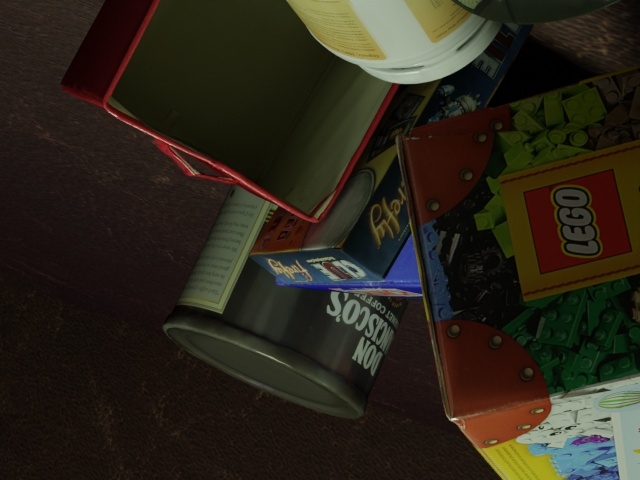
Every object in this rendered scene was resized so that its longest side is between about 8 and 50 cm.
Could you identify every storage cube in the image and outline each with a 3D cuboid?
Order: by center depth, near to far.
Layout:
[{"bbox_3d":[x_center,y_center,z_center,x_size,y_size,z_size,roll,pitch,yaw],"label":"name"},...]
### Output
[{"bbox_3d":[-0.056,-0.146,1.310,0.184,0.215,0.193,28,179,-19],"label":"storage cube"}]

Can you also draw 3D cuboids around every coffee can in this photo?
[{"bbox_3d":[0.000,0.000,1.657,0.202,0.275,0.201,23,167,5],"label":"coffee can"}]

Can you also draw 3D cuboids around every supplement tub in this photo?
[{"bbox_3d":[0.032,-0.196,1.111,0.144,0.144,0.199,17,165,29],"label":"supplement tub"}]

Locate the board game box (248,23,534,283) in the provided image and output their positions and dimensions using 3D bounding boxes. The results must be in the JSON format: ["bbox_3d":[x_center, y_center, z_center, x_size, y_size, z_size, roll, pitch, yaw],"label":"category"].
[{"bbox_3d":[0.054,-0.079,1.312,0.042,0.243,0.165,37,164,-19],"label":"board game box"}]

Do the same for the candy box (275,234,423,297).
[{"bbox_3d":[0.163,-0.004,1.479,0.317,0.122,0.268,5,178,-30],"label":"candy box"}]

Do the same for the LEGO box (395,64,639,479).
[{"bbox_3d":[0.304,0.061,1.185,0.373,0.193,0.500,-15,154,14],"label":"LEGO box"}]

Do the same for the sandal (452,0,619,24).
[{"bbox_3d":[0.195,-0.191,0.961,0.303,0.086,0.120,-2,136,29],"label":"sandal"}]
